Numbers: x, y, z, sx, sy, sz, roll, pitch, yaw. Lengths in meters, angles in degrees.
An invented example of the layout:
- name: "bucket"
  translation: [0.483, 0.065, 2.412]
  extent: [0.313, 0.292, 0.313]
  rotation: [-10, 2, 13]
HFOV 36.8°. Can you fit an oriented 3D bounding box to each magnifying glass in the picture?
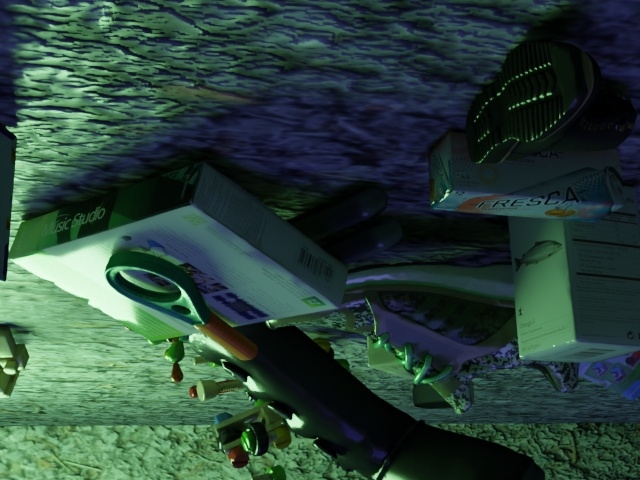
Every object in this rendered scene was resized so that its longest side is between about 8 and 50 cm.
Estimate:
- name: "magnifying glass"
  translation: [-0.149, 0.078, 1.081]
  extent: [0.092, 0.026, 0.231]
  rotation: [-9, 146, 34]

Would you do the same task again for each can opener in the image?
- name: "can opener"
  translation: [0.000, 0.000, 1.138]
  extent: [0.095, 0.076, 0.283]
  rotation: [-29, -176, -41]

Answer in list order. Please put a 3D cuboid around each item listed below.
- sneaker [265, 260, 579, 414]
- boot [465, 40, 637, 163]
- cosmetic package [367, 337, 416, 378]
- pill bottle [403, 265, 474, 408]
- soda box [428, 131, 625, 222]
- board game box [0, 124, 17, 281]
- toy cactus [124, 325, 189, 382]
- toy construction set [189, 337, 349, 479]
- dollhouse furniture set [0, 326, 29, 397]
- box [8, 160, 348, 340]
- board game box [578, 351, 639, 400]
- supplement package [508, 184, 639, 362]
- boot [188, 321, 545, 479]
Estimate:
- name: "sneaker"
  translation: [0.137, 0.119, 1.154]
  extent: [0.411, 0.182, 0.158]
  rotation: [-1, 174, 2]
- name: "boot"
  translation: [0.213, -0.112, 0.775]
  extent: [0.137, 0.076, 0.198]
  rotation: [-2, 176, -11]
- name: "cosmetic package"
  translation: [0.242, 0.135, 1.477]
  extent: [0.310, 0.113, 0.160]
  rotation: [-11, 160, 29]
- name: "pill bottle"
  translation: [0.169, 0.138, 1.355]
  extent: [0.112, 0.186, 0.112]
  rotation: [-2, 163, 0]
- name: "soda box"
  translation: [0.198, -0.060, 0.932]
  extent: [0.183, 0.062, 0.058]
  rotation: [4, 162, -15]
- name: "board game box"
  translation: [-0.425, -0.037, 0.829]
  extent: [0.275, 0.144, 0.142]
  rotation: [-5, 163, 12]
- name: "toy cactus"
  translation: [-0.195, 0.142, 1.519]
  extent: [0.181, 0.112, 0.219]
  rotation: [-16, 151, 13]
- name: "toy construction set"
  translation: [-0.084, 0.279, 1.800]
  extent: [0.237, 0.257, 0.309]
  rotation: [-6, -173, -28]
- name: "dollhouse furniture set"
  translation: [-0.593, 0.187, 1.727]
  extent: [0.144, 0.123, 0.151]
  rotation: [-3, 128, 6]
- name: "box"
  translation: [-0.164, 0.026, 1.080]
  extent: [0.322, 0.058, 0.232]
  rotation: [-14, 142, 38]
- name: "board game box"
  translation: [0.379, 0.111, 1.286]
  extent: [0.212, 0.039, 0.160]
  rotation: [25, 118, -13]
- name: "supplement package"
  translation: [0.279, 0.035, 1.044]
  extent: [0.105, 0.179, 0.105]
  rotation: [6, 161, -21]
- name: "boot"
  translation: [0.036, 0.208, 1.267]
  extent: [0.445, 0.146, 0.367]
  rotation: [43, 157, -2]
